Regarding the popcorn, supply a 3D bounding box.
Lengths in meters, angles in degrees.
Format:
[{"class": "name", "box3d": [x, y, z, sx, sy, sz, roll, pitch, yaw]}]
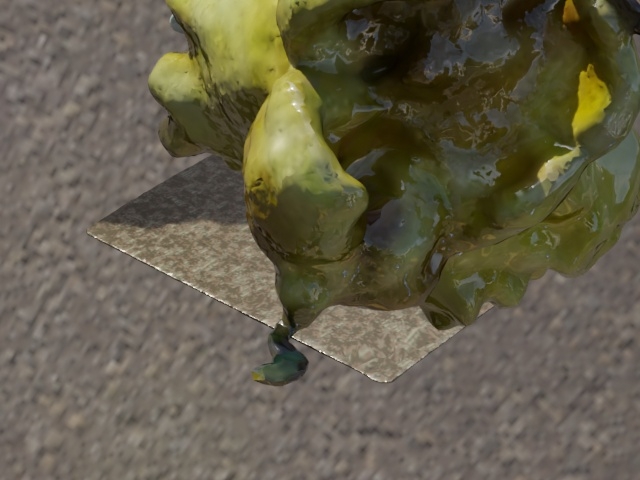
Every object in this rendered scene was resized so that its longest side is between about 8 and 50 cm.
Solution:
[{"class": "popcorn", "box3d": [0.033, -0.043, 0.583, 0.168, 0.173, 0.195, 51, 2, -21]}]

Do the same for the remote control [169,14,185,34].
[{"class": "remote control", "box3d": [-0.001, -0.236, 1.636, 0.103, 0.293, 0.051, -33, 100, -50]}]

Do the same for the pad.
[{"class": "pad", "box3d": [0.000, 0.000, 1.061, 0.235, 0.003, 0.158, 24, 42, 36]}]
